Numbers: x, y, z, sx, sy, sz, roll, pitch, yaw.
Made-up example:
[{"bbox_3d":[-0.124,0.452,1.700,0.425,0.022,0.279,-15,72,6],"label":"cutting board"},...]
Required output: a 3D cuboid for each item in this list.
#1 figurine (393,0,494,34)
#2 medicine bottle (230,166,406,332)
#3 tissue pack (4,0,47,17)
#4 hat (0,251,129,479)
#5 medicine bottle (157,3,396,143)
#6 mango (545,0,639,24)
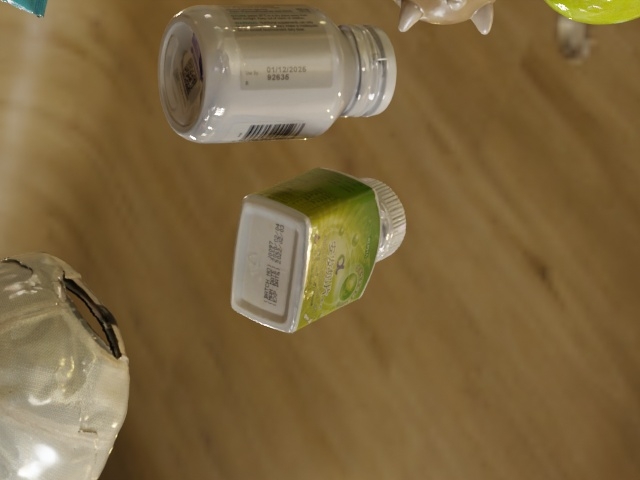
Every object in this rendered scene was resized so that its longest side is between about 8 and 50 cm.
[{"bbox_3d":[0.124,-0.334,2.108,0.247,0.177,0.173,58,-31,34],"label":"figurine"},{"bbox_3d":[0.000,0.000,1.978,0.088,0.188,0.132,21,-63,30],"label":"medicine bottle"},{"bbox_3d":[-0.223,-0.199,1.228,0.028,0.138,0.085,5,-99,61],"label":"tissue pack"},{"bbox_3d":[-0.243,0.139,1.523,0.275,0.161,0.232,109,-32,-51],"label":"hat"},{"bbox_3d":[-0.039,-0.165,1.942,0.135,0.215,0.135,13,-75,61],"label":"medicine bottle"},{"bbox_3d":[0.294,-0.344,1.933,0.149,0.185,0.273,6,103,-89],"label":"mango"}]
